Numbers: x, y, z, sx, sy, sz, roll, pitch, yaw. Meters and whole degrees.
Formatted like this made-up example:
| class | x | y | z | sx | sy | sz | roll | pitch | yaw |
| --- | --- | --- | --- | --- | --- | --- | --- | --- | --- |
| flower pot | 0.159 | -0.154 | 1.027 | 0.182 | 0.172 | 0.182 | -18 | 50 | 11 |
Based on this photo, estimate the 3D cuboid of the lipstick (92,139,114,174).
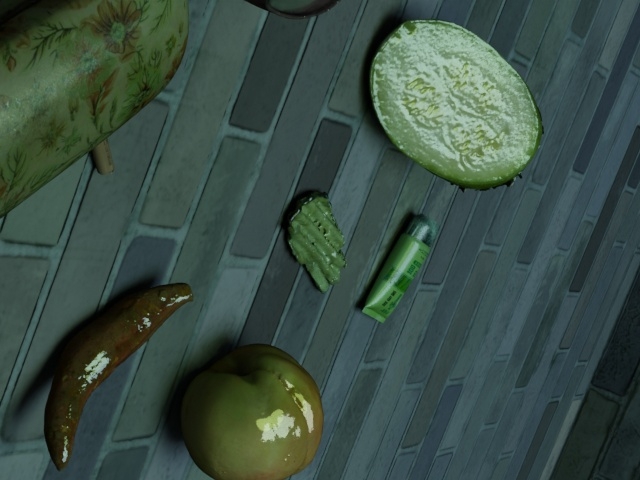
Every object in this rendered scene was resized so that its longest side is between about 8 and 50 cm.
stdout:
| class | x | y | z | sx | sy | sz | roll | pitch | yaw |
| --- | --- | --- | --- | --- | --- | --- | --- | --- | --- |
| lipstick | -0.218 | -0.104 | 1.225 | 0.019 | 0.019 | 0.094 | -46 | 147 | -33 |

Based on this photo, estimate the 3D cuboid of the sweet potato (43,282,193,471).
| class | x | y | z | sx | sy | sz | roll | pitch | yaw |
| --- | --- | --- | --- | --- | --- | --- | --- | --- | --- |
| sweet potato | -0.230 | 0.124 | 1.337 | 0.058 | 0.078 | 0.255 | -34 | -163 | 52 |

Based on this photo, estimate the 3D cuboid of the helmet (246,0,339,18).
| class | x | y | z | sx | sy | sz | roll | pitch | yaw |
| --- | --- | --- | --- | --- | --- | --- | --- | --- | --- |
| helmet | -0.075 | -0.357 | 1.077 | 0.271 | 0.197 | 0.338 | -64 | 160 | -18 |

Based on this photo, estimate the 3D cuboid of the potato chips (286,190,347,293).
| class | x | y | z | sx | sy | sz | roll | pitch | yaw |
| --- | --- | --- | --- | --- | --- | --- | --- | --- | --- |
| potato chips | 0.001 | 0.000 | 1.683 | 0.092 | 0.028 | 0.207 | -55 | 150 | -15 |

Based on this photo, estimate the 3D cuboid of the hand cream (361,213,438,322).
| class | x | y | z | sx | sy | sz | roll | pitch | yaw |
| --- | --- | --- | --- | --- | --- | --- | --- | --- | --- |
| hand cream | 0.124 | 0.043 | 1.916 | 0.175 | 0.046 | 0.095 | -62 | 155 | -2 |

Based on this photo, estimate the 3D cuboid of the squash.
| class | x | y | z | sx | sy | sz | roll | pitch | yaw |
| --- | --- | --- | --- | --- | --- | --- | --- | --- | --- |
| squash | 0.184 | -0.176 | 1.694 | 0.189 | 0.189 | 0.260 | -65 | 157 | 0 |

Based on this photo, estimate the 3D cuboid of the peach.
| class | x | y | z | sx | sy | sz | roll | pitch | yaw |
| --- | --- | --- | --- | --- | --- | --- | --- | --- | --- |
| peach | -0.084 | 0.223 | 1.569 | 0.184 | 0.184 | 0.184 | -41 | 144 | -39 |

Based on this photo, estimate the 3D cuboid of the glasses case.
| class | x | y | z | sx | sy | sz | roll | pitch | yaw |
| --- | --- | --- | --- | --- | --- | --- | --- | --- | --- |
| glasses case | -0.264 | -0.110 | 1.050 | 0.425 | 0.098 | 0.156 | -44 | 148 | -36 |
